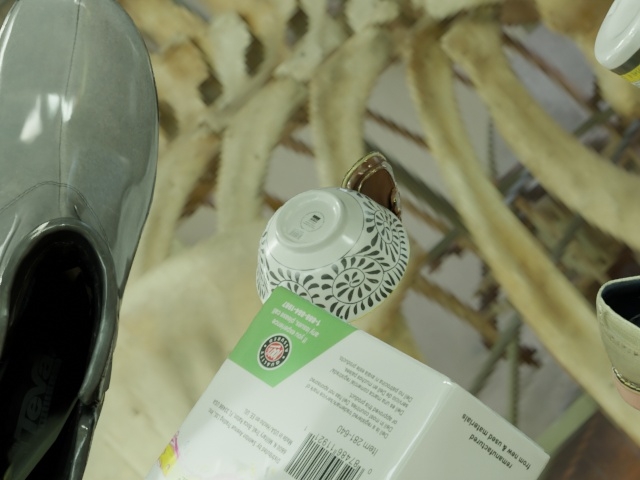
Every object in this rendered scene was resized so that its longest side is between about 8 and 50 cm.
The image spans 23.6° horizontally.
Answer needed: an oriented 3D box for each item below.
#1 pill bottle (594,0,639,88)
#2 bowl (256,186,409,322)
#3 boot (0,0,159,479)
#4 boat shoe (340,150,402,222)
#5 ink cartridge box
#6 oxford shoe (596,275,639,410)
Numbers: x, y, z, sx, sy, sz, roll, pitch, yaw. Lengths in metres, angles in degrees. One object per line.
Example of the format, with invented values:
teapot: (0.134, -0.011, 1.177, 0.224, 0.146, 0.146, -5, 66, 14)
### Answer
pill bottle: (0.387, -0.176, 1.513, 0.119, 0.208, 0.119, -57, 11, 18)
bowl: (0.000, 0.000, 1.580, 0.170, 0.080, 0.170, -12, 48, 14)
boot: (-0.143, 0.001, 0.865, 0.222, 0.118, 0.338, 163, 110, -77)
boat shoe: (0.066, -0.038, 1.701, 0.064, 0.060, 0.178, -36, -25, -12)
ink cartridge box: (-0.019, 0.195, 0.983, 0.278, 0.117, 0.201, -56, 37, -6)
oxford shoe: (0.444, 0.088, 1.408, 0.397, 0.146, 0.140, -7, 48, 27)
